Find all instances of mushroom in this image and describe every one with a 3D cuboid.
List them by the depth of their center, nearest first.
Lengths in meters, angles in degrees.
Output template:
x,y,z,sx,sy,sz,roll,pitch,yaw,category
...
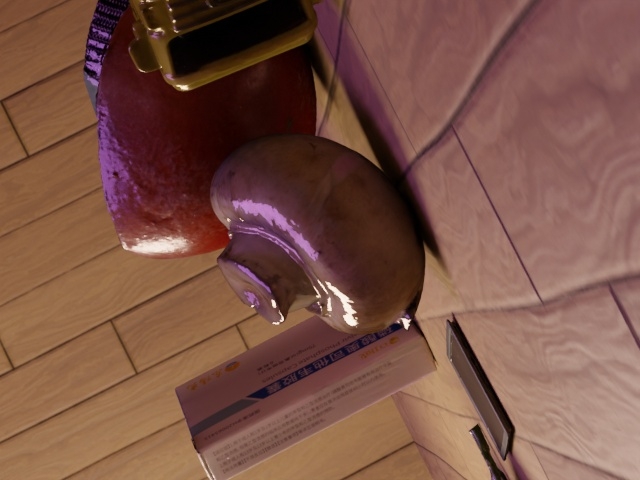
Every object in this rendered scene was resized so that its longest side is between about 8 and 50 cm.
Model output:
x,y,z,sx,sy,sz,roll,pitch,yaw,category
0.000,0.000,1.705,0.255,0.184,0.255,40,155,23,mushroom

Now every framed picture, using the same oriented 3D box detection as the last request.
x,y,z,sx,sy,sz,roll,pitch,yaw,category
0.175,0.166,1.854,0.142,0.011,0.183,62,177,16,framed picture

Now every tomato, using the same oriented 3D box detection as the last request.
x,y,z,sx,sy,sz,roll,pitch,yaw,category
-0.095,-0.135,1.853,0.143,0.338,0.338,15,148,30,tomato

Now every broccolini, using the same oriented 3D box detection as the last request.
x,y,z,sx,sy,sz,roll,pitch,yaw,category
0.219,0.290,2.089,0.035,0.030,0.140,96,152,-68,broccolini

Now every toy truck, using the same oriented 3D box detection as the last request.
x,y,z,sx,sy,sz,roll,pitch,yaw,category
-0.136,-0.303,1.514,0.405,0.180,0.254,-119,5,-46,toy truck

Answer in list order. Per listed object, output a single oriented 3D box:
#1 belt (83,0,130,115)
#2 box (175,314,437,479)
x,y,z,sx,sy,sz,roll,pitch,yaw,category
-0.152,-0.197,1.981,0.122,0.260,0.325,19,166,27,belt
-0.026,0.193,2.341,0.065,0.343,0.200,64,177,-25,box
